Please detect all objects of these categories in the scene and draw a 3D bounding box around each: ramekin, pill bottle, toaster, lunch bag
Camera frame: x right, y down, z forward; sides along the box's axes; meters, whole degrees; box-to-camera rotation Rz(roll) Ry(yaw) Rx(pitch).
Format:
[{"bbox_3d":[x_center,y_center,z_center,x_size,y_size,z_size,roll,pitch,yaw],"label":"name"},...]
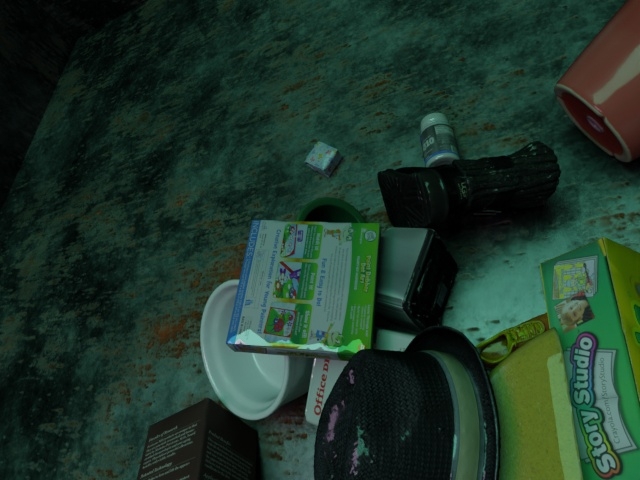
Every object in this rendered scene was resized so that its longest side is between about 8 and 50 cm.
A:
[{"bbox_3d":[-0.116,0.213,0.999,0.277,0.135,0.277,3,94,42],"label":"ramekin"},{"bbox_3d":[0.269,-0.219,1.098,0.078,0.078,0.137,-18,56,23],"label":"pill bottle"},{"bbox_3d":[0.177,0.086,0.929,0.110,0.168,0.186,9,68,38],"label":"toaster"},{"bbox_3d":[0.006,-0.219,1.281,0.083,0.053,0.071,30,85,30],"label":"lunch bag"}]

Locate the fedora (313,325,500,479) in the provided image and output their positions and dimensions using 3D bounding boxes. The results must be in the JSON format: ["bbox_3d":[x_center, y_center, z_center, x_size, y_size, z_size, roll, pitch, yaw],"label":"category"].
[{"bbox_3d":[0.086,0.265,0.631,0.334,0.152,0.334,-164,90,-76],"label":"fedora"}]

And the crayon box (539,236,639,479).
[{"bbox_3d":[0.436,0.213,0.592,0.106,0.313,0.363,-35,43,51],"label":"crayon box"}]

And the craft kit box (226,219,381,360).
[{"bbox_3d":[-0.022,0.081,0.860,0.246,0.061,0.250,1,61,13],"label":"craft kit box"}]

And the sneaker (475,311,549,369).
[{"bbox_3d":[0.352,0.172,0.832,0.175,0.067,0.064,-33,50,10],"label":"sneaker"}]

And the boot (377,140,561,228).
[{"bbox_3d":[0.279,-0.107,0.982,0.260,0.131,0.348,-16,11,-9],"label":"boot"}]

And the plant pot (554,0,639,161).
[{"bbox_3d":[0.577,-0.288,0.841,0.243,0.275,0.275,-43,49,18],"label":"plant pot"}]

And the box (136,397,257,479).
[{"bbox_3d":[-0.240,0.460,0.946,0.167,0.168,0.203,-29,34,16],"label":"box"}]

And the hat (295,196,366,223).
[{"bbox_3d":[0.000,0.000,1.179,0.208,0.183,0.173,43,70,2],"label":"hat"}]

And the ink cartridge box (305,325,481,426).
[{"bbox_3d":[0.123,0.260,0.859,0.272,0.114,0.199,6,82,38],"label":"ink cartridge box"}]

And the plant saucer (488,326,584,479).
[{"bbox_3d":[0.254,0.319,0.633,0.080,0.333,0.333,-1,62,11],"label":"plant saucer"}]
